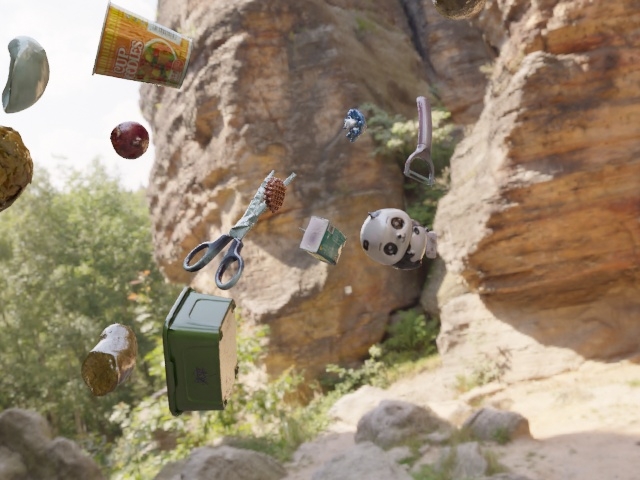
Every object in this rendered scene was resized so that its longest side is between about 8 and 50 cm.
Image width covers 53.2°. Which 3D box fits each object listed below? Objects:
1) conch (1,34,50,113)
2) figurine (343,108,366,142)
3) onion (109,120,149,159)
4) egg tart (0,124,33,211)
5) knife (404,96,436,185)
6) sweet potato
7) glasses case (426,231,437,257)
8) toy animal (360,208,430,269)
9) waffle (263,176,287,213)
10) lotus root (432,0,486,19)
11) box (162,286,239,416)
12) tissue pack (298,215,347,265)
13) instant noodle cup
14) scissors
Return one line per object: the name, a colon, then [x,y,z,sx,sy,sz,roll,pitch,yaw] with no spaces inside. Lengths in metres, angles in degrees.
conch: [-0.820,-0.453,1.766,0.121,0.221,0.185,13,8,-7]
figurine: [0.114,-0.404,2.198,0.079,0.114,0.114,-15,0,-24]
onion: [-0.507,-0.268,1.709,0.107,0.107,0.097,-7,26,-42]
egg tart: [-0.823,-0.171,1.492,0.291,0.107,0.291,-31,-29,-19]
knife: [0.308,-0.302,1.870,0.123,0.278,0.053,22,-24,-37]
sweet potato: [-0.678,0.374,2.106,0.158,0.157,0.369,-10,18,2]
glasses case: [0.344,0.014,1.977,0.032,0.083,0.021,4,8,13]
toy animal: [0.237,-0.006,2.113,0.165,0.187,0.235,8,-10,40]
waffle: [-0.107,-0.107,1.500,0.029,0.075,0.083,6,49,27]
lotus root: [0.307,-0.561,1.422,0.138,0.138,0.214,-11,9,35]
box: [-0.338,0.324,1.852,0.178,0.328,0.252,4,26,2]
tissue pack: [-0.001,0.000,1.545,0.079,0.085,0.111,17,-10,31]
instant noodle cup: [-0.381,-0.407,1.374,0.185,0.168,0.168,14,-12,-23]
scissors: [-0.204,-0.043,1.739,0.256,0.383,0.029,22,-20,49]
